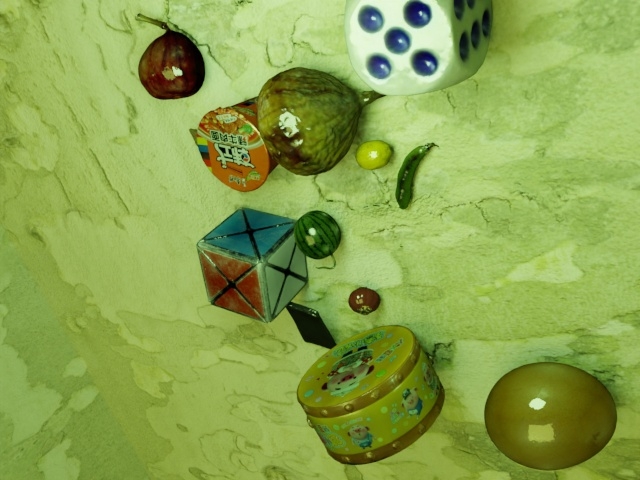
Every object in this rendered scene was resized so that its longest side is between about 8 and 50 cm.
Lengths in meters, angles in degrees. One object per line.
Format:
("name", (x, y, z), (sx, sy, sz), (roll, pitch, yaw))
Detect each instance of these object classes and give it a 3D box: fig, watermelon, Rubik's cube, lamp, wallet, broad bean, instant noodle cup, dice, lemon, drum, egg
("fig", (0.026, -0.342, 1.695), (0.368, 0.286, 0.286), (-27, 104, 12))
("watermelon", (0.000, 0.000, 1.993), (0.140, 0.141, 0.187), (-20, 110, 42))
("fig", (-0.426, -0.536, 1.915), (0.203, 0.186, 0.250), (-4, 85, 52))
("Rubik's cube", (-0.207, 0.075, 2.110), (0.259, 0.260, 0.255), (17, 130, 28))
("lamp", (0.136, 0.188, 2.060), (0.101, 0.090, 0.101), (-1, 149, 0))
("wallet", (-0.031, 0.290, 2.222), (0.146, 0.030, 0.285), (18, 153, 28))
("broad bean", (0.241, -0.175, 1.767), (0.069, 0.039, 0.227), (30, 133, 7))
("instant noodle cup", (-0.198, -0.292, 1.888), (0.250, 0.192, 0.251), (18, 129, 24))
("dice", (0.214, -0.473, 1.424), (0.251, 0.259, 0.243), (6, 124, 32))
("lemon", (0.139, -0.229, 1.772), (0.110, 0.082, 0.082), (-10, 114, 37))
("drum", (0.153, 0.458, 2.014), (0.431, 0.431, 0.214), (-18, 108, 42))
("egg", (0.613, 0.471, 1.783), (0.351, 0.282, 0.283), (-15, 110, 37))

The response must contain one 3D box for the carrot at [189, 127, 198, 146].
("carrot", (-0.309, -0.268, 2.056), (0.263, 0.102, 0.102), (38, 134, 9))
